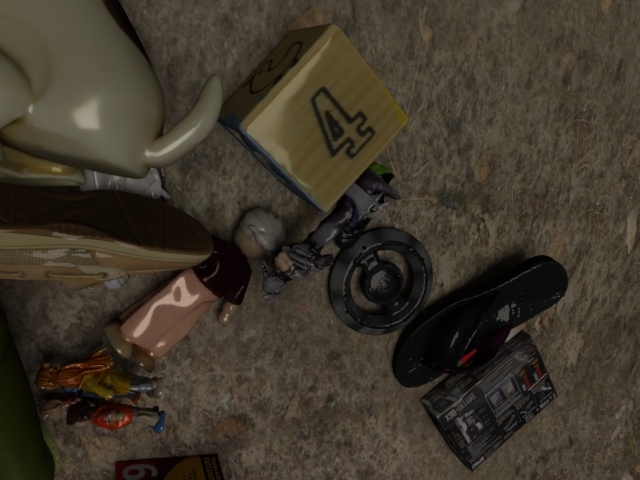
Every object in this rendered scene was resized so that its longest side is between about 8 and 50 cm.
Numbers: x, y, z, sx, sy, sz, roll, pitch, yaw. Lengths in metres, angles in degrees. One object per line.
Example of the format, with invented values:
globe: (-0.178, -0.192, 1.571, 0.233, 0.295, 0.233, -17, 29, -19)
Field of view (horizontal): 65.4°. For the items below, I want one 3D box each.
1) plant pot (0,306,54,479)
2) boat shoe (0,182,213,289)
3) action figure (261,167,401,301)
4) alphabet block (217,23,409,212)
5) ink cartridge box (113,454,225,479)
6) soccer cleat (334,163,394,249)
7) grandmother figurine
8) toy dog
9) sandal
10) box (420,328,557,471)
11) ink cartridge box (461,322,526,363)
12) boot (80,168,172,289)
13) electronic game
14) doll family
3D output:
plant pot: (-0.544, 0.267, 0.656, 0.366, 0.366, 0.353, -20, 126, -16)
boat shoe: (-0.320, 0.003, 0.676, 0.340, 0.122, 0.110, 8, 126, -29)
action figure: (0.000, 0.000, 0.845, 0.099, 0.185, 0.285, 43, 91, -2)
alphabet block: (-0.019, -0.192, 0.785, 0.197, 0.192, 0.193, -48, 121, -2)
ink cartridge box: (-0.227, 0.538, 0.884, 0.271, 0.309, 0.130, 6, 105, -26)
soccer cleat: (0.080, -0.060, 0.939, 0.060, 0.072, 0.179, 21, 99, -28)
grandmother figurine: (-0.201, 0.067, 0.856, 0.342, 0.104, 0.208, -41, 146, -9)
toy dog: (-0.319, -0.280, 0.555, 0.394, 0.284, 0.409, 0, 89, 7)
sandal: (0.352, 0.190, 1.094, 0.445, 0.107, 0.168, -35, 117, 5)
box: (0.428, 0.396, 1.247, 0.307, 0.076, 0.243, -38, 118, -7)
ink cartridge box: (0.390, 0.200, 1.181, 0.179, 0.045, 0.145, -38, 118, -9)
boot: (-0.292, -0.051, 0.769, 0.123, 0.095, 0.259, -8, 110, -13)
electronic game: (0.126, 0.086, 1.024, 0.229, 0.048, 0.230, -4, 104, -16)
doll family: (-0.363, 0.236, 0.801, 0.163, 0.262, 0.119, 21, 64, -36)
